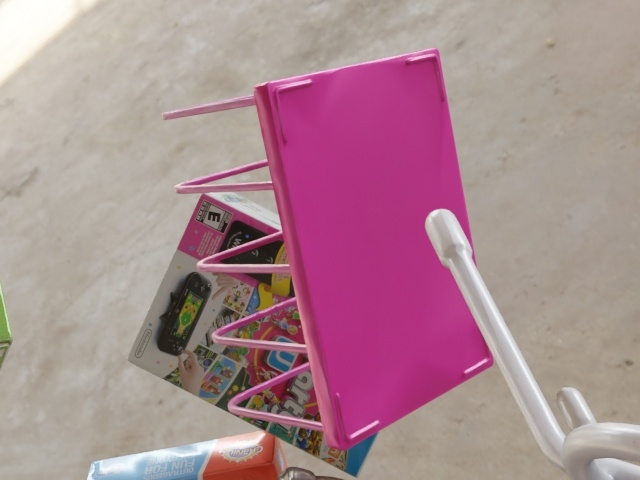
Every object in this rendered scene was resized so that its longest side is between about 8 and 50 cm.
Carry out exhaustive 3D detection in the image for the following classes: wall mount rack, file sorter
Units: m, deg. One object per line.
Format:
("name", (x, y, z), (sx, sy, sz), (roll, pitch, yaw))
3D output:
("wall mount rack", (0.188, 0.116, 0.479), (0.304, 0.350, 0.130), (13, 63, 43))
("file sorter", (0.000, 0.000, 0.885), (0.202, 0.291, 0.182), (-20, 13, -41))

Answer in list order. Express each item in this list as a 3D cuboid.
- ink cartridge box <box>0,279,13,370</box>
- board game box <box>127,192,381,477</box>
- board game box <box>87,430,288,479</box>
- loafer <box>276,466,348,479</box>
("ink cartridge box", (-0.442, 0.092, 1.169), (0.255, 0.097, 0.189), (-50, 52, 51))
("board game box", (-0.040, 0.103, 1.176), (0.224, 0.303, 0.097), (-65, -6, 7))
("board game box", (-0.136, 0.399, 1.284), (0.242, 0.317, 0.064), (-12, 29, 6))
("loafer", (0.017, 0.349, 0.933), (0.130, 0.366, 0.134), (4, 47, 1))
